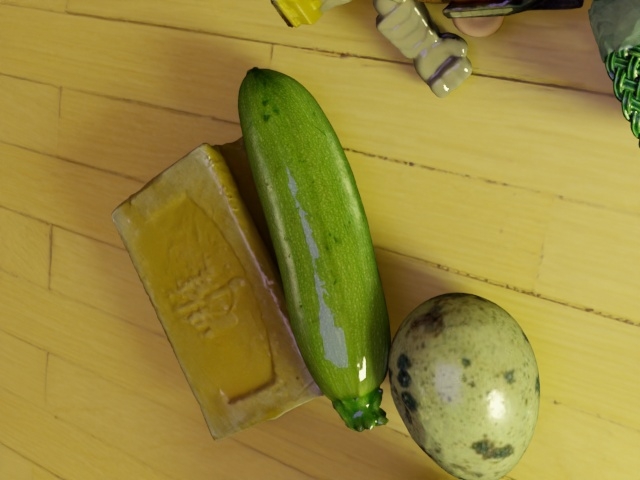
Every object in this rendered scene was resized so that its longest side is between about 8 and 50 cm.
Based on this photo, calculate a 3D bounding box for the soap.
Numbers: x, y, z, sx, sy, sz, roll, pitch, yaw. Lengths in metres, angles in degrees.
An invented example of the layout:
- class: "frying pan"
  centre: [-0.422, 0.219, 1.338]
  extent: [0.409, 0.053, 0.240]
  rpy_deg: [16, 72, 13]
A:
- class: "soap"
  centre: [-0.107, 0.058, 0.891]
  extent: [0.199, 0.091, 0.315]
  rpy_deg: [-29, 84, 31]

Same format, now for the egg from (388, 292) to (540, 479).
- class: "egg"
  centre: [0.138, 0.140, 0.722]
  extent: [0.141, 0.141, 0.182]
  rpy_deg: [-16, 88, 33]

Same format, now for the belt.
- class: "belt"
  centre: [0.278, -0.142, 0.598]
  extent: [0.079, 0.121, 0.151]
  rpy_deg: [-24, 81, 34]

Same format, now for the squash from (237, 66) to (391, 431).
- class: "squash"
  centre: [0.000, 0.000, 0.791]
  extent: [0.107, 0.107, 0.395]
  rpy_deg: [-23, 77, 32]

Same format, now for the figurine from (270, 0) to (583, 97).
- class: "figurine"
  centre: [0.097, -0.273, 0.659]
  extent: [0.308, 0.308, 0.143]
  rpy_deg: [-5, 55, 32]
